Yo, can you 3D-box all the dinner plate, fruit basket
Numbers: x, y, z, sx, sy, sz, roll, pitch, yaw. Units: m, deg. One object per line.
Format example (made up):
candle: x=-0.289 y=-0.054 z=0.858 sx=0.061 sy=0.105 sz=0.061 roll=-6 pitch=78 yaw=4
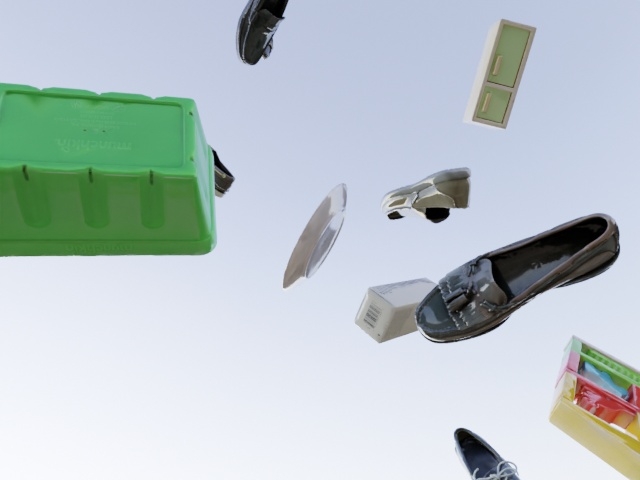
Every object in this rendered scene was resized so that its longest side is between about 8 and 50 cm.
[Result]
dinner plate: x=0.000 y=0.000 z=0.565 sx=0.017 sy=0.141 sz=0.141 roll=28 pitch=-46 yaw=12
fruit basket: x=-0.372 y=-0.083 z=0.864 sx=0.392 sy=0.282 sz=0.392 roll=-7 pitch=-30 yaw=-4

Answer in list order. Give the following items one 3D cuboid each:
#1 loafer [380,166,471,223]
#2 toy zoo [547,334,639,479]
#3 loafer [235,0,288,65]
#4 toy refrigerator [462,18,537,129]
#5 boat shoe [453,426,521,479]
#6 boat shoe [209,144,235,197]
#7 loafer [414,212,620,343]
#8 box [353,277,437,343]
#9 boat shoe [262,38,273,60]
loafer: x=0.206 y=-0.072 z=0.991 sx=0.094 sy=0.087 sz=0.251 roll=-9 pitch=-6 yaw=-25
toy zoo: x=0.364 y=0.207 z=0.556 sx=0.293 sy=0.192 sz=0.030 roll=-12 pitch=-53 yaw=-59
loafer: x=-0.113 y=-0.461 z=1.007 sx=0.076 sy=0.078 sz=0.223 roll=-7 pitch=-47 yaw=-46
toy refrigerator: x=0.485 y=-0.446 z=1.343 sx=0.102 sy=0.094 sz=0.269 roll=14 pitch=-78 yaw=-4
boat shoe: x=0.351 y=0.476 z=0.988 sx=0.095 sy=0.254 sz=0.079 roll=-31 pitch=-65 yaw=0
boat shoe: x=-0.299 y=-0.213 z=1.314 sx=0.069 sy=0.227 sz=0.081 roll=-44 pitch=-25 yaw=16
loafer: x=0.231 y=0.040 z=0.610 sx=0.268 sy=0.096 sz=0.084 roll=-29 pitch=-31 yaw=12
box: x=0.216 y=0.173 z=1.270 sx=0.275 sy=0.094 sz=0.113 roll=-2 pitch=-60 yaw=-49
boat shoe: x=-0.136 y=-0.489 z=1.237 sx=0.038 sy=0.125 sz=0.046 roll=-21 pitch=-54 yaw=10
